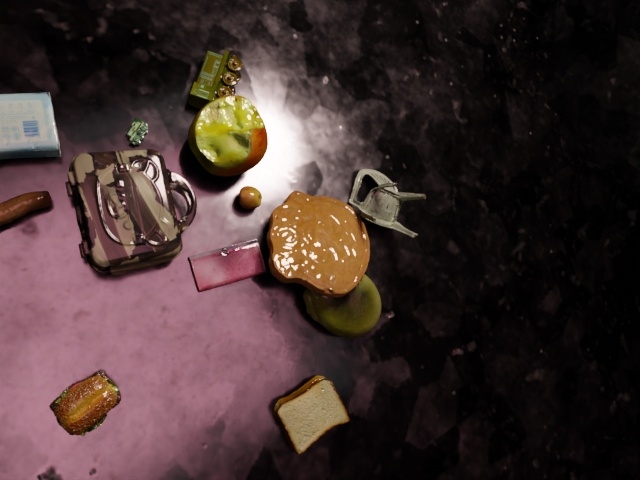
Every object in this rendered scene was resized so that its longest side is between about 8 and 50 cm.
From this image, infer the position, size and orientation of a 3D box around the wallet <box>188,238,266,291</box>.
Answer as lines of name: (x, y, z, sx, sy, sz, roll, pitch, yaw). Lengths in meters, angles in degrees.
wallet: (-0.299, 0.080, 1.591, 0.232, 0.025, 0.120, -16, 88, -24)

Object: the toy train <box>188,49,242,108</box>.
toy train: (-0.349, -0.538, 1.649, 0.137, 0.090, 0.226, 17, 70, -9)

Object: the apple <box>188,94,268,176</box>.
apple: (-0.293, -0.322, 1.545, 0.226, 0.246, 0.246, -35, 95, -22)

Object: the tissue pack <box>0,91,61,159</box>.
tissue pack: (-0.889, -0.317, 1.377, 0.263, 0.089, 0.177, -10, 83, -22)

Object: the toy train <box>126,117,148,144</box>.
toy train: (-0.580, -0.341, 1.543, 0.053, 0.033, 0.083, 30, 70, -10)

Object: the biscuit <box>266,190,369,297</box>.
biscuit: (0.001, -0.001, 1.645, 0.364, 0.062, 0.385, 17, 53, -16)

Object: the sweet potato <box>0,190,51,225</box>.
sweet potato: (-0.930, -0.061, 1.307, 0.385, 0.109, 0.109, -12, 85, -30)

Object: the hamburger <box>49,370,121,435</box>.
hamburger: (-0.638, 0.450, 1.344, 0.165, 0.087, 0.137, -36, 96, -25)

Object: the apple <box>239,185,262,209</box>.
apple: (-0.233, -0.142, 1.627, 0.071, 0.084, 0.084, 0, 79, 5)

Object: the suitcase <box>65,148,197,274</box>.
suitcase: (-0.536, -0.088, 1.432, 0.339, 0.194, 0.352, -12, 86, -31)

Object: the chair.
chair: (0.236, -0.148, 1.769, 0.203, 0.274, 0.191, 19, 95, -26)

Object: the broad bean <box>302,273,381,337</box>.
broad bean: (0.081, 0.206, 1.679, 0.290, 0.119, 0.238, 25, 69, -18)

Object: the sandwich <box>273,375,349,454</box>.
sandwich: (-0.031, 0.564, 1.597, 0.214, 0.065, 0.186, -29, 92, -24)
